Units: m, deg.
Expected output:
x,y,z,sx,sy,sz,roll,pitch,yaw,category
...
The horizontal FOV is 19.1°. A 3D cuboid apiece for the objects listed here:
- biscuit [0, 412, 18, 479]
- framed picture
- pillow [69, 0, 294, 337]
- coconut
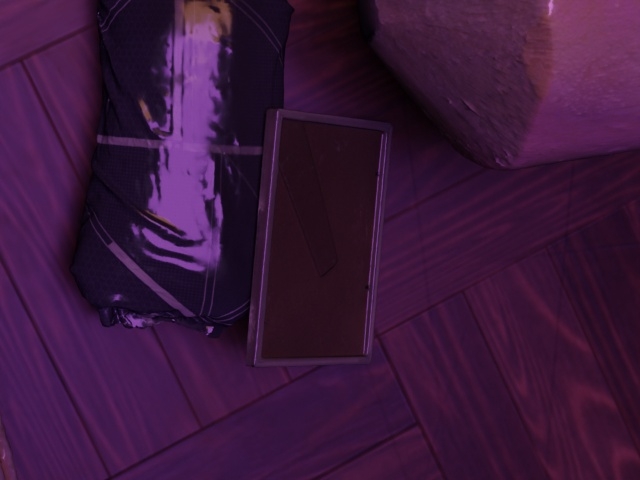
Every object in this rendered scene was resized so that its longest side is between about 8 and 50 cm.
x,y,z,sx,sy,sz,roll,pitch,yaw,category
-0.275,0.275,1.430,0.144,0.078,0.426,-13,93,27,biscuit
0.000,0.000,1.522,0.150,0.015,0.203,2,94,-51,framed picture
-0.107,-0.094,1.488,0.162,0.092,0.335,6,90,-19,pillow
0.175,-0.200,1.463,0.310,0.297,0.297,-7,94,-21,coconut
